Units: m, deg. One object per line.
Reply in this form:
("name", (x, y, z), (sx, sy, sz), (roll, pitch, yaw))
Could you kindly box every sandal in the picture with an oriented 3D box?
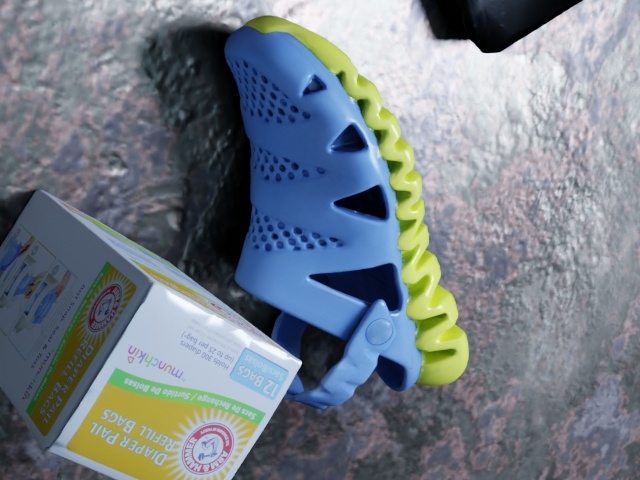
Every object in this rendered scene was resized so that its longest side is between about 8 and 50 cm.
("sandal", (0.000, 0.000, 0.761), (0.138, 0.126, 0.317), (-29, 117, -15))

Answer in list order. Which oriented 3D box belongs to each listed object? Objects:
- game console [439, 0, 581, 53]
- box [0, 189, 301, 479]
("game console", (0.142, -0.327, 0.764), (0.213, 0.044, 0.361), (-34, 125, -17))
("box", (-0.121, 0.060, 0.655), (0.114, 0.203, 0.103), (33, 87, -34))
